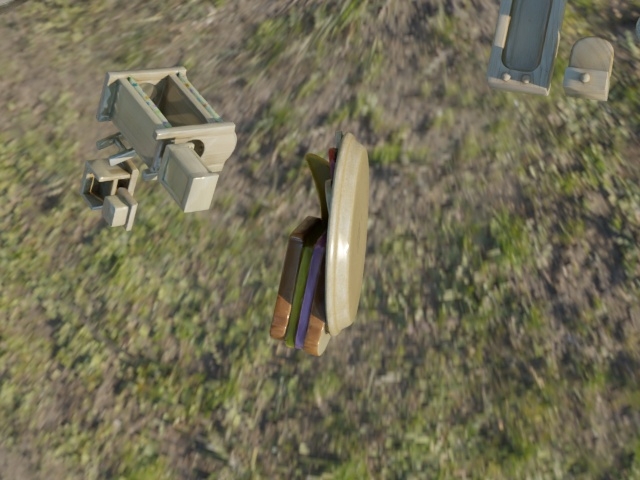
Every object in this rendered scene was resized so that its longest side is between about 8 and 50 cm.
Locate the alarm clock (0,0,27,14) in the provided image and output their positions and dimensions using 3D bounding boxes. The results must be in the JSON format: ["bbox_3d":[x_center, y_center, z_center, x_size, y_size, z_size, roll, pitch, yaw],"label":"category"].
[{"bbox_3d":[-0.218,-0.152,0.822,0.192,0.129,0.064,-15,104,33],"label":"alarm clock"}]

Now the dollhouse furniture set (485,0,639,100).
[{"bbox_3d":[0.210,-0.190,1.088,0.151,0.123,0.144,10,84,15],"label":"dollhouse furniture set"}]

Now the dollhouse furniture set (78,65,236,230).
[{"bbox_3d":[-0.148,-0.059,1.430,0.101,0.182,0.161,-10,135,-36],"label":"dollhouse furniture set"}]

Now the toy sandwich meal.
[{"bbox_3d":[0.000,0.000,0.531,0.029,0.085,0.086,4,104,7],"label":"toy sandwich meal"}]
